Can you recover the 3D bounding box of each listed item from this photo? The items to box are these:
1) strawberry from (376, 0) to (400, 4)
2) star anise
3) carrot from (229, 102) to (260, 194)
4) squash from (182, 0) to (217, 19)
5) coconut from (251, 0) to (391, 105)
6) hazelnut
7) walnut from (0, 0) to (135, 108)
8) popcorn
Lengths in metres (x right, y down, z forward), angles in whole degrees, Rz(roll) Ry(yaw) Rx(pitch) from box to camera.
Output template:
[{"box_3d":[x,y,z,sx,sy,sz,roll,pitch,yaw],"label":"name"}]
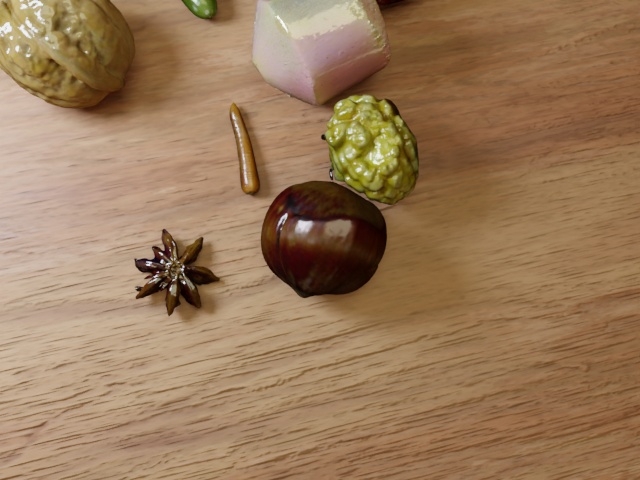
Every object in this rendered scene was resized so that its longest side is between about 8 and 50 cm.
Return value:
[{"box_3d":[0.113,-0.577,1.565,0.274,0.274,0.221,2,110,-6],"label":"strawberry"},{"box_3d":[-0.268,0.058,1.483,0.167,0.057,0.168,1,80,-5],"label":"star anise"},{"box_3d":[-0.150,-0.179,1.555,0.037,0.037,0.190,-10,77,-8],"label":"carrot"},{"box_3d":[-0.281,-0.544,1.590,0.066,0.066,0.252,-28,83,-11],"label":"squash"},{"box_3d":[-0.015,-0.380,1.512,0.245,0.233,0.233,-25,83,-4],"label":"coconut"},{"box_3d":[0.000,0.000,1.460,0.229,0.229,0.230,1,79,-6],"label":"hazelnut"},{"box_3d":[-0.464,-0.362,1.460,0.257,0.257,0.224,45,102,3],"label":"walnut"},{"box_3d":[0.094,-0.165,1.504,0.169,0.189,0.218,-22,83,-2],"label":"popcorn"}]
